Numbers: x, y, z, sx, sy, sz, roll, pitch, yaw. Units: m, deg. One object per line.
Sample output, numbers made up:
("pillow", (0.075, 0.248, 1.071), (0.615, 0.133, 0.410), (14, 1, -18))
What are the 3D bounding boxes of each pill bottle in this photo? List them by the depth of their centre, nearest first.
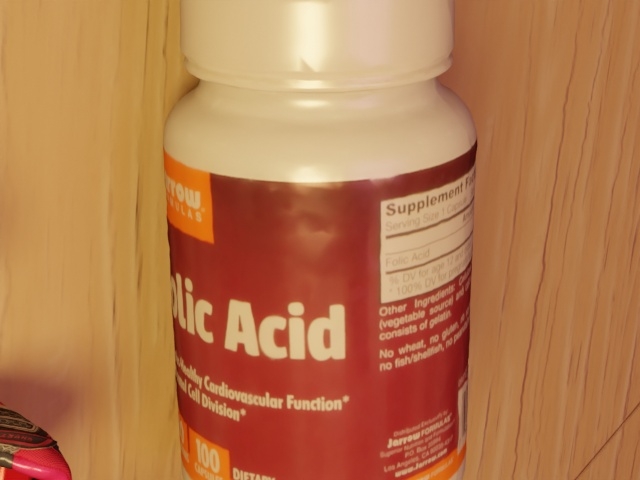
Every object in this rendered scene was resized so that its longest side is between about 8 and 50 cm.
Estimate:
("pill bottle", (0.000, 0.000, 0.925), (0.224, 0.224, 0.392), (-19, 116, -41))

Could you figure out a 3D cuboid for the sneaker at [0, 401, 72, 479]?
("sneaker", (-0.287, 0.177, 0.739), (0.299, 0.112, 0.121), (-30, 123, -37))
